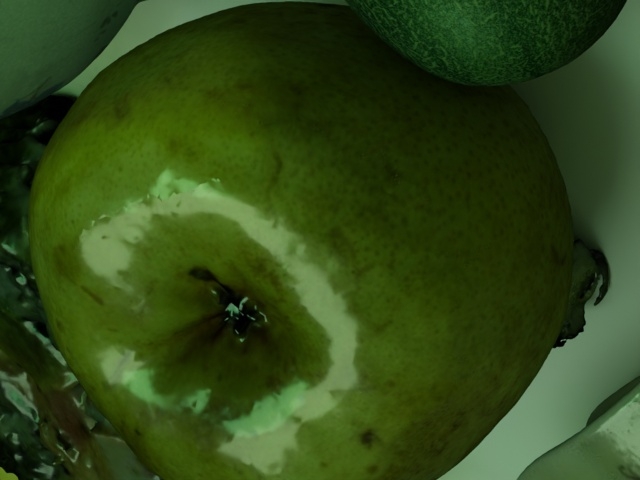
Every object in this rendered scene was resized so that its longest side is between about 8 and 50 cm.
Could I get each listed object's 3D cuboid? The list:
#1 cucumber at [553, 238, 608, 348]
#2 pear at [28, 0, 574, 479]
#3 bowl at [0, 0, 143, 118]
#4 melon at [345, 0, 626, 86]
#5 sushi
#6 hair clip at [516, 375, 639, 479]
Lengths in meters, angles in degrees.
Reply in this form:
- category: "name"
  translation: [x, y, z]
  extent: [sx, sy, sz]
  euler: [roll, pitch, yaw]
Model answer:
- category: "cucumber"
  translation: [0.088, 0.044, 1.168]
  extent: [0.245, 0.067, 0.067]
  euler: [-9, 119, 51]
- category: "pear"
  translation: [0.000, 0.000, 1.000]
  extent: [0.304, 0.304, 0.304]
  euler: [26, 141, 24]
- category: "bowl"
  translation: [-0.167, -0.206, 1.064]
  extent: [0.313, 0.146, 0.313]
  euler: [-179, 90, -73]
- category: "melon"
  translation: [0.063, -0.206, 0.831]
  extent: [0.182, 0.182, 0.288]
  euler: [12, 135, 37]
- category: "sushi"
  translation: [-0.173, 0.066, 1.345]
  extent: [0.352, 0.178, 0.294]
  euler: [38, 142, 15]
- category: "hair clip"
  translation: [0.224, 0.151, 1.091]
  extent: [0.172, 0.113, 0.282]
  euler: [49, 144, -7]
